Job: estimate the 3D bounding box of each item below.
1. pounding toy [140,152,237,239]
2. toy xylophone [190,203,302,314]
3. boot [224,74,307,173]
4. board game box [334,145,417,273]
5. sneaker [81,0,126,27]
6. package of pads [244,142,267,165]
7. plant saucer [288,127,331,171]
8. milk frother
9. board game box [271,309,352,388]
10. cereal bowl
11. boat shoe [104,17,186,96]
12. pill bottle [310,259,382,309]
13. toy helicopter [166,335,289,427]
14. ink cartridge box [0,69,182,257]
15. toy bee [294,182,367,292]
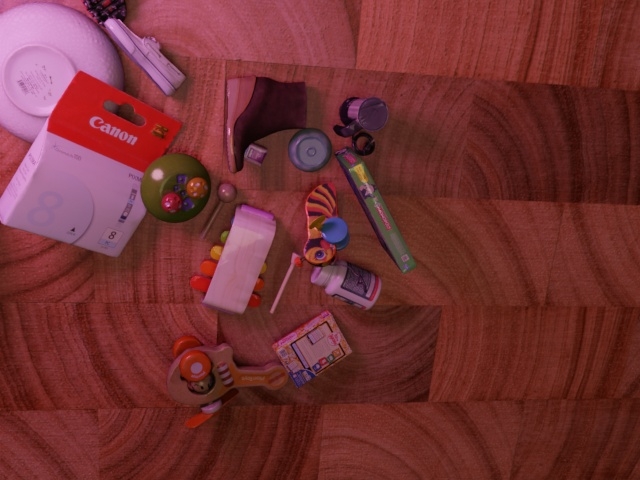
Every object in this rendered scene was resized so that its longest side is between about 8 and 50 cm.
[{"bbox_3d":[-0.327,-0.107,1.613,0.237,0.110,0.183,31,91,-35],"label":"pounding toy"},{"bbox_3d":[-0.198,0.076,1.747,0.236,0.081,0.322,27,102,-17],"label":"toy xylophone"},{"bbox_3d":[-0.136,-0.289,1.616,0.207,0.090,0.248,2,92,-14],"label":"boot"},{"bbox_3d":[0.142,-0.084,1.684,0.046,0.213,0.317,-29,111,0],"label":"board game box"},{"bbox_3d":[-0.542,-0.613,1.455,0.098,0.135,0.276,-39,134,-9],"label":"sneaker"},{"bbox_3d":[-0.185,-0.232,1.675,0.083,0.032,0.050,21,106,-16],"label":"package of pads"},{"bbox_3d":[-0.027,-0.239,1.705,0.119,0.021,0.119,-3,108,-9],"label":"plant saucer"},{"bbox_3d":[0.120,-0.291,1.647,0.143,0.135,0.129,34,91,-22],"label":"milk frother"},{"bbox_3d":[-0.023,0.316,1.859,0.193,0.045,0.146,-31,110,-10],"label":"board game box"},{"bbox_3d":[-0.636,-0.377,1.493,0.339,0.141,0.339,-3,109,-10],"label":"cereal bowl"},{"bbox_3d":[-0.416,-0.452,1.535,0.076,0.083,0.226,-46,131,-8],"label":"boat shoe"},{"bbox_3d":[0.071,0.115,1.794,0.180,0.108,0.108,25,102,-17],"label":"pill bottle"},{"bbox_3d":[-0.261,0.406,1.826,0.355,0.140,0.235,5,101,-24],"label":"toy helicopter"},{"bbox_3d":[-0.531,-0.165,1.534,0.308,0.091,0.385,24,106,-48],"label":"ink cartridge box"},{"bbox_3d":[0.000,0.000,1.680,0.162,0.298,0.195,-16,143,0],"label":"toy bee"}]
